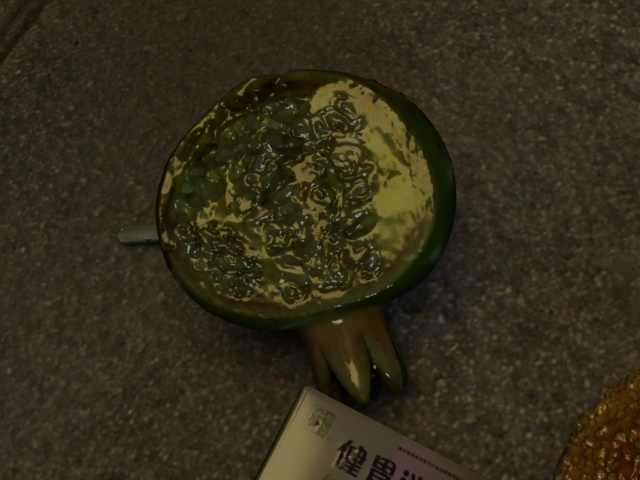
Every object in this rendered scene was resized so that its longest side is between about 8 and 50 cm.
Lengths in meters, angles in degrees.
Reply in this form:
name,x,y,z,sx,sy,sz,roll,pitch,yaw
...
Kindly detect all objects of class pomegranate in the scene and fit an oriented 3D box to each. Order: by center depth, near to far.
name,x,y,z,sx,sy,sz,roll,pitch,yaw
pomegranate,0.000,0.000,1.042,0.310,0.216,0.358,-18,90,3

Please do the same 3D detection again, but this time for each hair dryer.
name,x,y,z,sx,sy,sz,roll,pitch,yaw
hair dryer,-0.188,-0.004,1.168,0.137,0.047,0.082,-3,63,17

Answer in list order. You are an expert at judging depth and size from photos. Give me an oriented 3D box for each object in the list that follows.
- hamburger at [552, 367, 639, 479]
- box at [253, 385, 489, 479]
name,x,y,z,sx,sy,sz,roll,pitch,yaw
hamburger,0.347,0.241,0.843,0.302,0.170,0.302,-6,61,11
box,0.058,0.275,0.910,0.260,0.062,0.175,27,70,5
